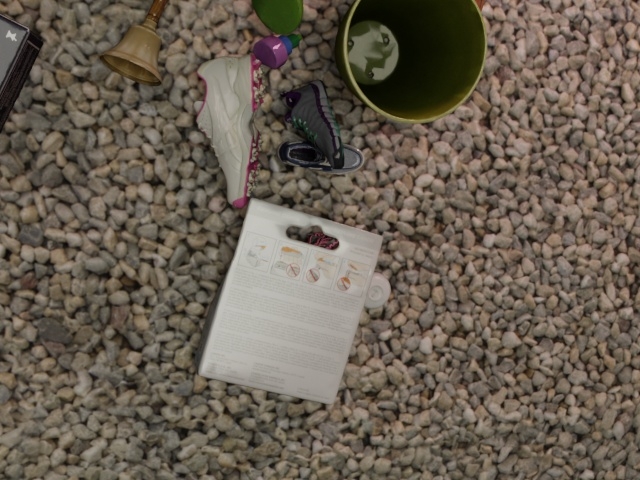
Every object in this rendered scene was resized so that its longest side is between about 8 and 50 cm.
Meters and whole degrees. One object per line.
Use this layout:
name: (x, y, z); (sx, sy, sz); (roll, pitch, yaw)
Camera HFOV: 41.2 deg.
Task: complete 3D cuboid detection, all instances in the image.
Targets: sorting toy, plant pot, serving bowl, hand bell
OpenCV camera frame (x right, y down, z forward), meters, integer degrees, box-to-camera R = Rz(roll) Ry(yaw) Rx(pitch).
sorting toy: (-0.046, -0.493, 1.616); (0.127, 0.366, 0.126); (38, 53, 19)
plant pot: (0.136, -0.370, 1.661); (0.274, 0.293, 0.275); (-2, 100, -15)
serving bowl: (0.118, 0.113, 1.879); (0.083, 0.027, 0.083); (-3, 101, -13)
hand bell: (-0.323, -0.436, 1.645); (0.126, 0.126, 0.242); (22, 81, -17)

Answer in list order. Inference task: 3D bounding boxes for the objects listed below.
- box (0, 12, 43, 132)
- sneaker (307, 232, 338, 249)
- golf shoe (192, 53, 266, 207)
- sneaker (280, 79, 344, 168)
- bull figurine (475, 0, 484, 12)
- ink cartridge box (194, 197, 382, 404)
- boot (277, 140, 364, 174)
box: (-0.634, -0.269, 1.478); (0.182, 0.294, 0.296); (26, 92, -17)
sneaker: (0.000, 0.000, 1.823); (0.119, 0.047, 0.057); (-42, 95, -6)
golf shoe: (-0.186, -0.220, 1.714); (0.140, 0.115, 0.306); (4, 99, 4)
sneaker: (-0.016, -0.223, 1.716); (0.098, 0.224, 0.083); (-14, 145, -2)
bull figurine: (0.220, -0.558, 1.738); (0.310, 0.101, 0.189); (21, 94, -32)
ink cartridge box: (-0.068, 0.130, 1.807); (0.308, 0.091, 0.385); (16, 93, -16)
boot: (0.009, -0.171, 1.770); (0.189, 0.086, 0.069); (2, 99, -15)
